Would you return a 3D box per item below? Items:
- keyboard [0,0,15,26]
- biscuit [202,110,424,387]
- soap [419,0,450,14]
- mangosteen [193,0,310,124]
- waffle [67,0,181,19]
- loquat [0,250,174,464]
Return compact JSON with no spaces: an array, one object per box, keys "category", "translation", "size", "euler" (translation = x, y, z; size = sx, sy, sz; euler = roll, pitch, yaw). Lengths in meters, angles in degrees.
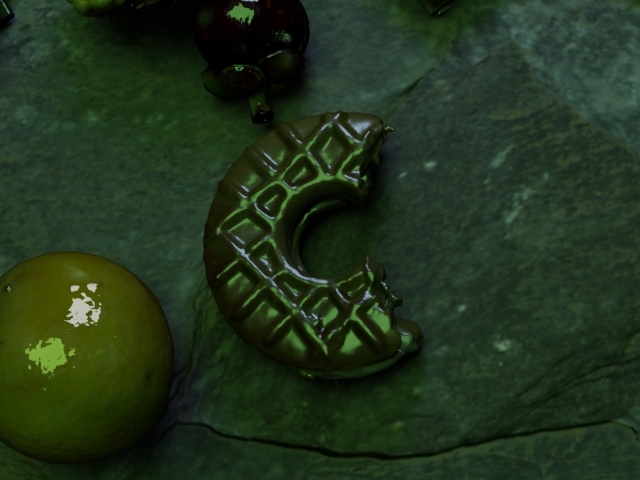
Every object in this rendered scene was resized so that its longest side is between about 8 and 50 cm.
[{"category":"keyboard","translation":[-0.589,-0.456,1.856],"size":[0.101,0.018,0.310],"euler":[-33,84,9]},{"category":"biscuit","translation":[-0.016,0.011,1.538],"size":[0.268,0.115,0.366],"euler":[-9,67,11]},{"category":"soap","translation":[0.210,-0.468,1.660],"size":[0.274,0.089,0.173],"euler":[-39,79,-3]},{"category":"mangosteen","translation":[-0.103,-0.278,1.647],"size":[0.172,0.172,0.184],"euler":[35,101,23]},{"category":"waffle","translation":[-0.208,-0.469,1.709],"size":[0.379,0.095,0.382],"euler":[2,50,39]},{"category":"loquat","translation":[-0.320,0.143,1.474],"size":[0.274,0.275,0.275],"euler":[-5,69,13]}]
